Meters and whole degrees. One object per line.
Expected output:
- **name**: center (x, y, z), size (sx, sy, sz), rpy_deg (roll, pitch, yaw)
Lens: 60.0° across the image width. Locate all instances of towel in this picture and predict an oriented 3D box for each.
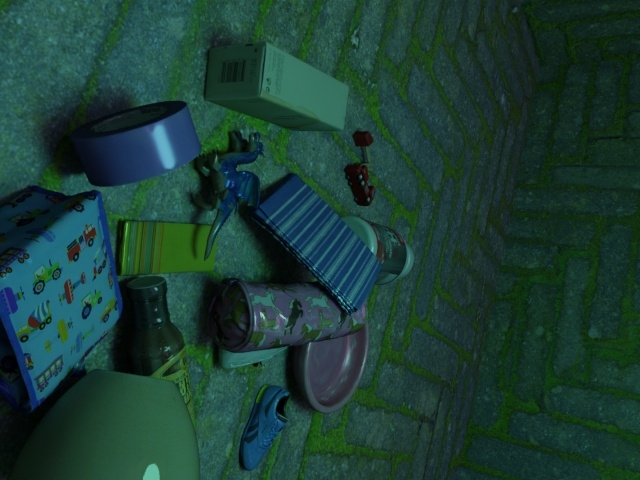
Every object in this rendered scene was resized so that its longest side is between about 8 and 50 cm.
- **towel**: center (0.000, 0.000, 1.320), size (0.336, 0.040, 0.243), rpy_deg (46, 34, -6)
- **towel**: center (-0.294, 0.015, 1.087), size (0.237, 0.021, 0.102), rpy_deg (1, 98, -56)

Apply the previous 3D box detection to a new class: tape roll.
- **tape roll**: center (-0.297, -0.161, 0.900), size (0.189, 0.189, 0.080), rpy_deg (-43, 128, -44)

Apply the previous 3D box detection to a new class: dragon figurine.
- **dragon figurine**: center (-0.180, -0.103, 1.150), size (0.144, 0.085, 0.289), rpy_deg (6, 77, -45)

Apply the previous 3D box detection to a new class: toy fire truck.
- **toy fire truck**: center (0.128, -0.213, 1.653), size (0.135, 0.047, 0.192), rpy_deg (-58, 139, -35)

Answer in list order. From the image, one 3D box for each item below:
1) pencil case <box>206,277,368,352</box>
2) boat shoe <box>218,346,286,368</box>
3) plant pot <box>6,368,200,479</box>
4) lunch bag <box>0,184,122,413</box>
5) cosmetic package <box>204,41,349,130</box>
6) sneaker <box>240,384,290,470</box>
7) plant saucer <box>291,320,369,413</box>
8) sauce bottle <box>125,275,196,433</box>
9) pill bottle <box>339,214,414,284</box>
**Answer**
- **pencil case**: center (-0.062, 0.158, 1.262), size (0.386, 0.160, 0.167), rpy_deg (3, 66, -44)
- **boat shoe**: center (-0.151, 0.254, 1.295), size (0.227, 0.079, 0.081), rpy_deg (3, 102, -51)
- **plant pot**: center (-0.316, 0.310, 0.879), size (0.284, 0.284, 0.191), rpy_deg (34, 60, -53)
- **lunch bag**: center (-0.403, 0.100, 0.832), size (0.221, 0.138, 0.293), rpy_deg (-61, 152, -51)
- **cosmetic package**: center (-0.086, -0.326, 1.217), size (0.309, 0.160, 0.113), rpy_deg (6, 91, -55)
- **sneaker**: center (-0.130, 0.458, 1.345), size (0.069, 0.082, 0.209), rpy_deg (39, 65, -54)
- **plant saucer**: center (0.024, 0.308, 1.549), size (0.332, 0.084, 0.332), rpy_deg (-15, 108, -54)
- **sauce bottle**: center (-0.301, 0.239, 1.028), size (0.111, 0.111, 0.344), rpy_deg (-25, 116, -52)
- **pill bottle**: center (0.148, 0.038, 1.606), size (0.318, 0.176, 0.176), rpy_deg (14, 84, -56)
